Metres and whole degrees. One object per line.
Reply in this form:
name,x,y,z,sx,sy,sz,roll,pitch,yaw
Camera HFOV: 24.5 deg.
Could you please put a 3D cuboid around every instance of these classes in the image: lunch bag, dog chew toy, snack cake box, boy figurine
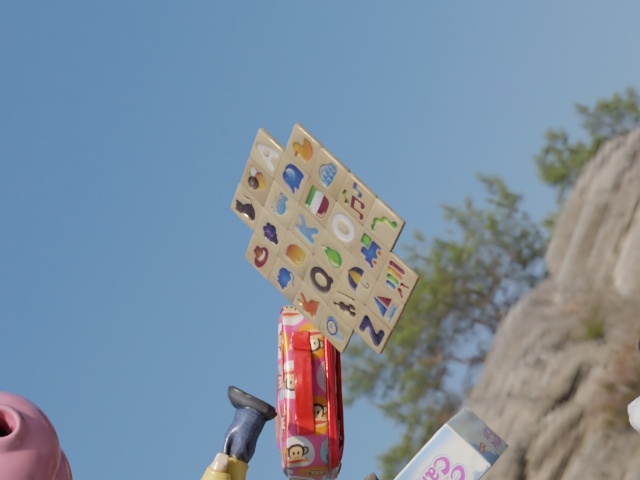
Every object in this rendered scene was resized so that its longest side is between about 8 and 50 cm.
lunch bag,-0.022,0.255,2.503,0.258,0.120,0.293,88,180,-72
dog chew toy,-0.354,0.274,1.559,0.206,0.206,0.332,-48,-13,-38
snack cake box,0.139,0.368,2.085,0.264,0.089,0.152,-50,-12,13
boy figurine,-0.157,0.372,2.245,0.177,0.092,0.285,81,-146,-77

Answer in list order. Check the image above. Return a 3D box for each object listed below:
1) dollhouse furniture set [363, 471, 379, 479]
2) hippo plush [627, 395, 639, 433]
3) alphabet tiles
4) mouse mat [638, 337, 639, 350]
dollhouse furniture set,0.025,0.399,1.840,0.129,0.129,0.183,-36,-6,21
hippo plush,0.601,0.244,2.012,0.234,0.236,0.294,-23,-19,-39
alphabet tiles,0.000,0.000,2.170,0.011,0.342,0.285,-26,-30,-40
mouse mat,0.422,0.138,1.451,0.152,0.190,0.007,-32,-3,-5
